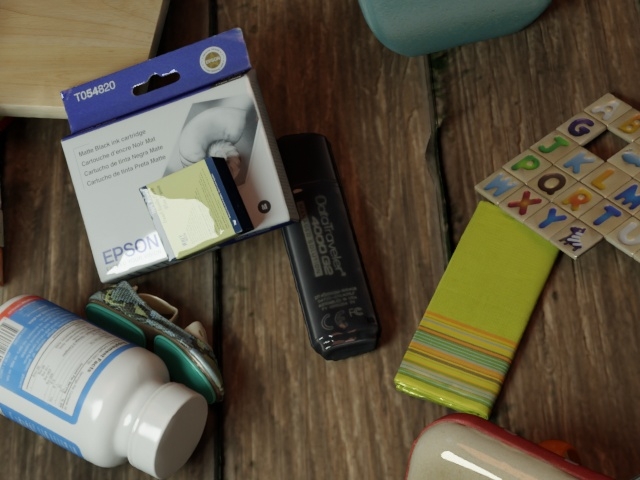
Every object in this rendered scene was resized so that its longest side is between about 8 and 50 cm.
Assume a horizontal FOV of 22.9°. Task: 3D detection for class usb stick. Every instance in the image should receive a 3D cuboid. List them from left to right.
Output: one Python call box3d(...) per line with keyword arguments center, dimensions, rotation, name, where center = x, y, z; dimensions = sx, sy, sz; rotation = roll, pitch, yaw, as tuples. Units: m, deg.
box3d(center=(0.000, 0.000, 1.666), dimensions=(0.077, 0.045, 0.278), rotation=(-11, 56, -6), name="usb stick")

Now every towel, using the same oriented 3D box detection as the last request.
box3d(center=(0.166, 0.068, 1.613), dimensions=(0.102, 0.021, 0.237), rotation=(20, 61, 14), name="towel")

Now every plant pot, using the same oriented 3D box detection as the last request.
box3d(center=(0.137, -0.344, 1.743), dimensions=(0.247, 0.252, 0.247), rotation=(-13, 56, 0), name="plant pot")

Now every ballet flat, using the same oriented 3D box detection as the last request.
box3d(center=(-0.156, 0.096, 1.620), dimensions=(0.188, 0.070, 0.070), rotation=(33, 68, 22), name="ballet flat")

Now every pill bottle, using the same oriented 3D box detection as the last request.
box3d(center=(-0.227, 0.149, 1.558), dimensions=(0.221, 0.124, 0.124), rotation=(25, 64, 21), name="pill bottle")

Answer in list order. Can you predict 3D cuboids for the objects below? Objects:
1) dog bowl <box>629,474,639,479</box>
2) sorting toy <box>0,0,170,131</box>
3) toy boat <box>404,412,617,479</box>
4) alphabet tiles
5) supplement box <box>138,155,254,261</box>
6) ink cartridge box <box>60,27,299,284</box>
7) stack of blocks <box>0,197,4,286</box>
box3d(center=(0.330, 0.372, 1.244), dimensions=(0.408, 0.150, 0.408), rotation=(1, 78, -4), name="dog bowl")
box3d(center=(-0.303, -0.232, 1.836), dimensions=(0.257, 0.089, 0.255), rotation=(3, 58, 10), name="sorting toy")
box3d(center=(0.198, 0.235, 1.446), dimensions=(0.231, 0.151, 0.151), rotation=(25, 35, 22), name="toy boat")
box3d(center=(0.309, -0.053, 1.637), dimensions=(0.198, 0.009, 0.237), rotation=(-34, 46, -18), name="alphabet tiles")
box3d(center=(-0.125, -0.032, 1.604), dimensions=(0.083, 0.056, 0.083), rotation=(-24, 87, 10), name="supplement box")
box3d(center=(-0.158, -0.092, 1.669), dimensions=(0.223, 0.045, 0.224), rotation=(-19, 82, 12), name="ink cartridge box")
box3d(center=(-0.442, -0.092, 1.699), dimensions=(0.171, 0.087, 0.297), rotation=(-7, 80, 9), name="stack of blocks")
